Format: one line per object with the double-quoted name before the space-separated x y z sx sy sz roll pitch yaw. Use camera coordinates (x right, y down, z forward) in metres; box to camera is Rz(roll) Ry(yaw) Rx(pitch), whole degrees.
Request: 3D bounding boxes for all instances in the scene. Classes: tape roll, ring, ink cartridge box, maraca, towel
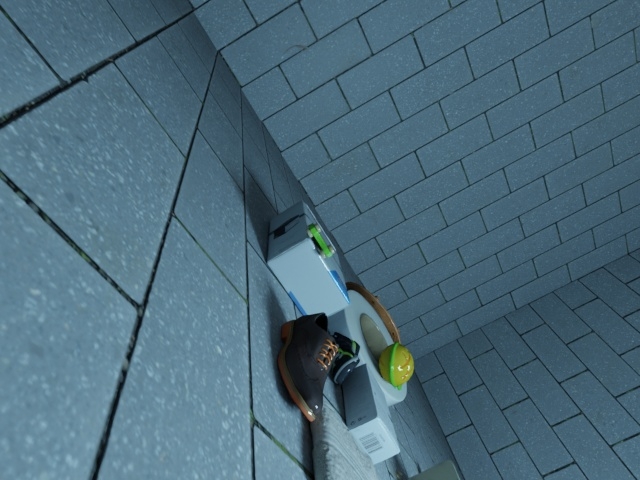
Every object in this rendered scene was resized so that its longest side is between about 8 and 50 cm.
"tape roll" 0.155 0.346 1.447 0.392 0.072 0.392 50 20 -25
"ring" 0.196 0.301 1.729 0.336 0.032 0.336 43 -28 29
"ink cartridge box" -0.039 0.050 1.248 0.223 0.129 0.307 57 8 -22
"maraca" 0.230 0.376 1.324 0.185 0.099 0.127 59 41 -51
"towel" 0.066 0.436 0.778 0.282 0.049 0.187 59 6 -20

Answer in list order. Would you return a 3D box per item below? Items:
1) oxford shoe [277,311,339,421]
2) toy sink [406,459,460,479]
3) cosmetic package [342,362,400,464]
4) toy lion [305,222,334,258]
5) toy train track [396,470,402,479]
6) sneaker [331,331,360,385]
"oxford shoe" -0.017 0.218 0.838 0.097 0.098 0.271 58 7 -24
"toy sink" 0.326 0.717 1.140 0.131 0.153 0.234 61 5 -7
"cosmetic package" 0.118 0.419 1.097 0.117 0.086 0.231 60 8 -15
"toy lion" 0.000 0.000 1.098 0.100 0.034 0.096 58 2 -12
"toy train track" 0.227 0.664 1.204 0.048 0.014 0.083 57 8 -30
"sneaker" 0.042 0.300 1.163 0.097 0.084 0.235 37 5 3
